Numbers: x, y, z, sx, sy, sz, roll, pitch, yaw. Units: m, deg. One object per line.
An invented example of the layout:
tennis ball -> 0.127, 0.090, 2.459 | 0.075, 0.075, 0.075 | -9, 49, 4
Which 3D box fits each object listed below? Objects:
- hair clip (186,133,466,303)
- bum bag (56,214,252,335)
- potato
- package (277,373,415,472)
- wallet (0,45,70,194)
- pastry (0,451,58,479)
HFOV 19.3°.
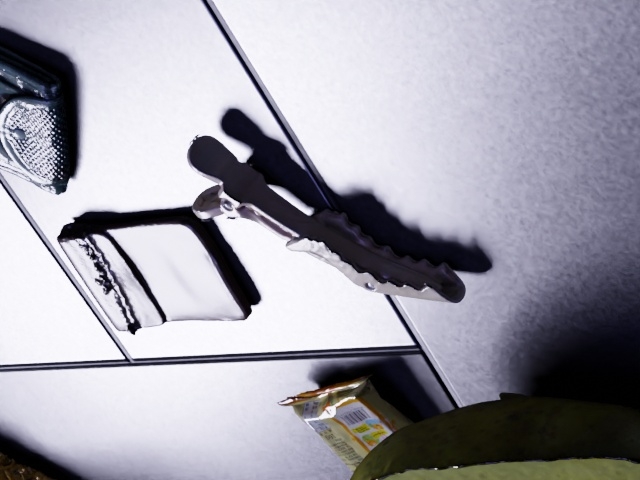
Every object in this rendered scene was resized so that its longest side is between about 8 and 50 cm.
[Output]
hair clip -> 0.000, 0.000, 1.363 | 0.226, 0.034, 0.072 | 28, 146, 10
bum bag -> -0.135, 0.029, 1.512 | 0.159, 0.026, 0.109 | -5, 126, 42
potato -> 0.151, 0.171, 1.357 | 0.271, 0.111, 0.160 | -9, 132, 28
package -> 0.038, 0.153, 1.500 | 0.121, 0.031, 0.108 | 45, 144, -19
wallet -> -0.235, -0.091, 1.463 | 0.088, 0.026, 0.129 | 26, 143, 15
pastry -> -0.306, 0.249, 1.870 | 0.140, 0.056, 0.080 | 30, 150, 13
